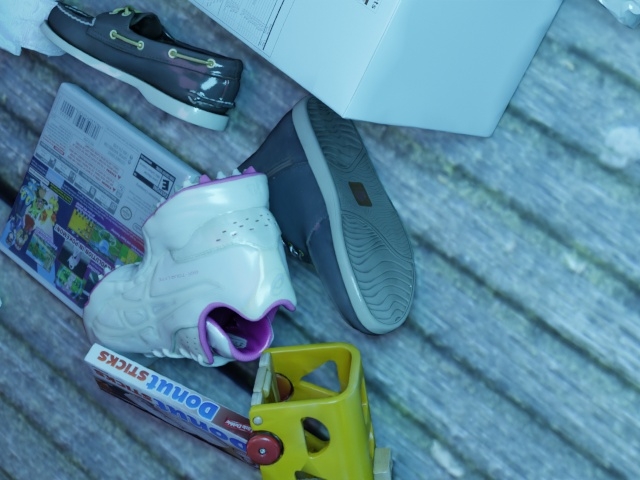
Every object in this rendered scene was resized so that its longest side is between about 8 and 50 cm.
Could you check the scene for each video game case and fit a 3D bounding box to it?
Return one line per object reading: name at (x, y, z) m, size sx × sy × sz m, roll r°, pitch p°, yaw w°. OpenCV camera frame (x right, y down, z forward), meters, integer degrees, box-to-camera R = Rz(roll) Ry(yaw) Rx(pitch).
video game case at (-0.212, -0.026, 1.700) m, size 0.201 × 0.023 × 0.183 m, roll 35°, pitch 109°, yaw 34°

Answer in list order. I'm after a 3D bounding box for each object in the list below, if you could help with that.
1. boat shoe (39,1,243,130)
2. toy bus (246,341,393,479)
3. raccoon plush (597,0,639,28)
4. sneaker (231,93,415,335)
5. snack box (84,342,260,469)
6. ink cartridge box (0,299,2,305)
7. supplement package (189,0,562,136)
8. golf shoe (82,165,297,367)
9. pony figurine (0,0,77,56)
boat shoe at (-0.161, -0.174, 1.633) m, size 0.228 × 0.081 × 0.069 m, roll 30°, pitch 104°, yaw 29°
toy bus at (0.005, 0.182, 1.450) m, size 0.104 × 0.202 × 0.191 m, roll -6°, pitch 75°, yaw 9°
raccoon plush at (0.176, -0.411, 1.351) m, size 0.446 × 0.216 × 0.299 m, roll 42°, pitch 101°, yaw 2°
sneaker at (0.000, 0.000, 1.494) m, size 0.118 × 0.083 × 0.222 m, roll -41°, pitch 54°, yaw 36°
snack box at (-0.121, 0.145, 1.555) m, size 0.178 × 0.064 × 0.022 m, roll 24°, pitch 66°, yaw 20°
ink cartridge box at (-0.436, 0.040, 1.863) m, size 0.224 × 0.056 × 0.181 m, roll -35°, pitch 66°, yaw 31°
supplement package at (0.042, -0.197, 1.387) m, size 0.203 × 0.194 × 0.149 m, roll 40°, pitch 113°, yaw 35°
golf shoe at (-0.114, 0.062, 1.519) m, size 0.140 × 0.115 × 0.306 m, roll 63°, pitch 147°, yaw 16°
pony figurine at (-0.371, -0.364, 1.684) m, size 0.363 × 0.351 × 0.303 m, roll 31°, pitch 104°, yaw 56°
